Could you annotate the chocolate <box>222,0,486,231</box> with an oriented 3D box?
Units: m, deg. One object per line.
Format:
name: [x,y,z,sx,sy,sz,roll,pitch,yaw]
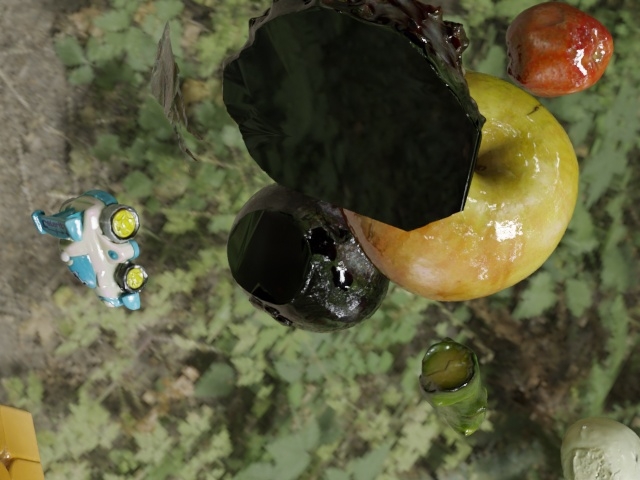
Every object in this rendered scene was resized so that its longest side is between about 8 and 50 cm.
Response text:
chocolate: [0.051,-0.156,1.067,0.206,0.224,0.177,96,18,-47]

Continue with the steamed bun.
steamed bun: [0.340,0.268,1.473,0.112,0.091,0.129,9,67,-62]

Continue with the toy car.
toy car: [-0.298,0.020,1.621,0.098,0.126,0.161,-22,113,-38]

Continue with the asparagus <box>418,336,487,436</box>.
asparagus: [0.176,0.193,1.618,0.082,0.085,0.343,-46,162,-4]

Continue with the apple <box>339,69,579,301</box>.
apple: [0.157,-0.065,1.484,0.286,0.286,0.233,-35,170,-21]

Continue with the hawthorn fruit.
hawthorn fruit: [0.321,-0.257,1.701,0.133,0.138,0.132,-6,97,-49]

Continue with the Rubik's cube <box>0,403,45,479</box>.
Rubik's cube: [-0.611,0.418,1.919,0.290,0.291,0.292,-25,155,17]

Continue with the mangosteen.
mangosteen: [-0.004,0.002,1.963,0.233,0.288,0.287,2,109,-46]

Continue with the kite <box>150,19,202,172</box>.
kite: [-0.202,-0.197,1.738,0.016,0.229,0.127,-6,138,-22]
